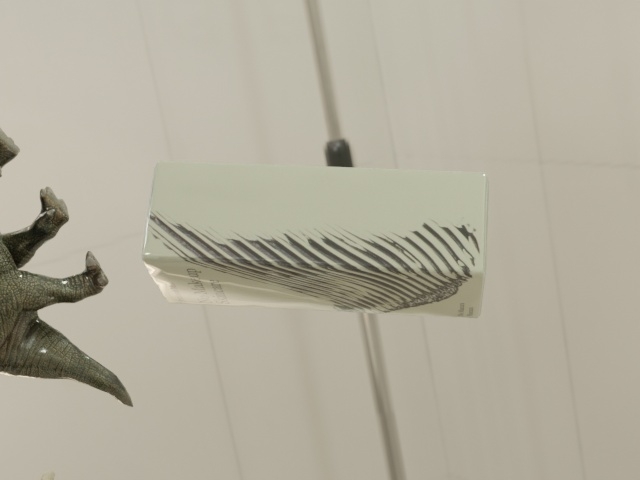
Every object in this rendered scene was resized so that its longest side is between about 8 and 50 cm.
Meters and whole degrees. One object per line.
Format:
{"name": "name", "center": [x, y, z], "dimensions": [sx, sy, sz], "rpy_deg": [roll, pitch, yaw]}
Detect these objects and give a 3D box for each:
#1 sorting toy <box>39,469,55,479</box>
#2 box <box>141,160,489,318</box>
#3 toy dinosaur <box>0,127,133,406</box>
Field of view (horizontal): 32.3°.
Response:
{"name": "sorting toy", "center": [-0.259, 0.354, 1.044], "dimensions": [0.038, 0.193, 0.208], "rpy_deg": [6, 42, -39]}
{"name": "box", "center": [0.000, 0.000, 0.920], "dimensions": [0.275, 0.094, 0.113], "rpy_deg": [2, -23, 8]}
{"name": "toy dinosaur", "center": [-0.261, 0.020, 0.809], "dimensions": [0.160, 0.313, 0.121], "rpy_deg": [-36, 31, 5]}
